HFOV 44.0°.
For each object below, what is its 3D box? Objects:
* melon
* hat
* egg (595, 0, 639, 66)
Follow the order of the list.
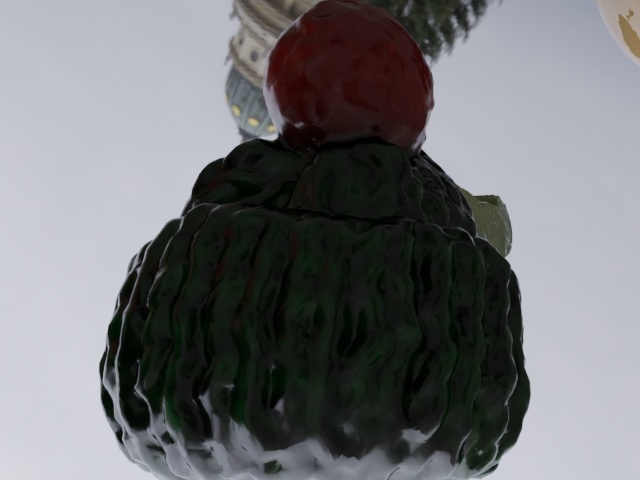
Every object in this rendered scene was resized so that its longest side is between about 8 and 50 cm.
[{"bbox_3d":[0.203,-0.023,1.200,0.196,0.124,0.323,16,-175,36],"label":"melon"},{"bbox_3d":[0.000,0.000,0.550,0.274,0.242,0.333,6,-103,-10],"label":"hat"},{"bbox_3d":[0.362,-0.272,0.761,0.244,0.201,0.201,39,-156,-39],"label":"egg"}]
